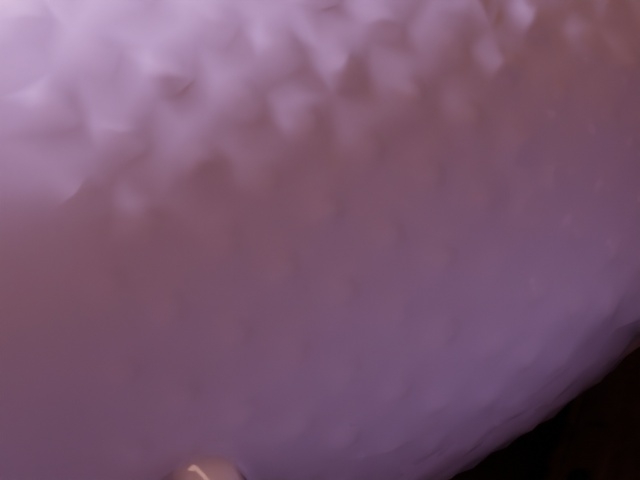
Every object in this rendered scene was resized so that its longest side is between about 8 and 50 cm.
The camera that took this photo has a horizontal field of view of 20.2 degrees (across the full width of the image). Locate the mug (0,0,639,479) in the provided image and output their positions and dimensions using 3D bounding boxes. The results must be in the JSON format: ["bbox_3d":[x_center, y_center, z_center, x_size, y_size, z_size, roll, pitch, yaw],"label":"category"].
[{"bbox_3d":[0.000,0.000,0.610,0.328,0.276,0.374,-17,49,-22],"label":"mug"}]
